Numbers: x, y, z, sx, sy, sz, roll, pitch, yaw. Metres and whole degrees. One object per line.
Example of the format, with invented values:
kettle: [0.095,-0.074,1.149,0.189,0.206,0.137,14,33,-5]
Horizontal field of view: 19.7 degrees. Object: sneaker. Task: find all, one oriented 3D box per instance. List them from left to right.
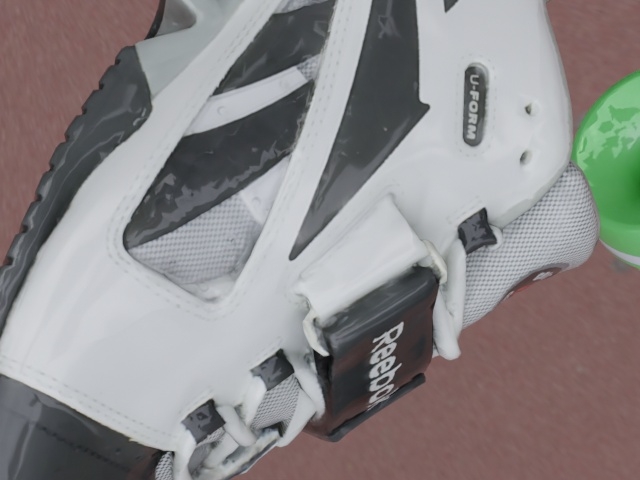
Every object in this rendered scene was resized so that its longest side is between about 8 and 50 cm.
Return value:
sneaker: [0.000,0.000,0.522,0.146,0.122,0.330,26,73,1]

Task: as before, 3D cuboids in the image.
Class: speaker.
speaker: [0.272,0.002,1.144,0.131,0.131,0.296,-53,137,4]
